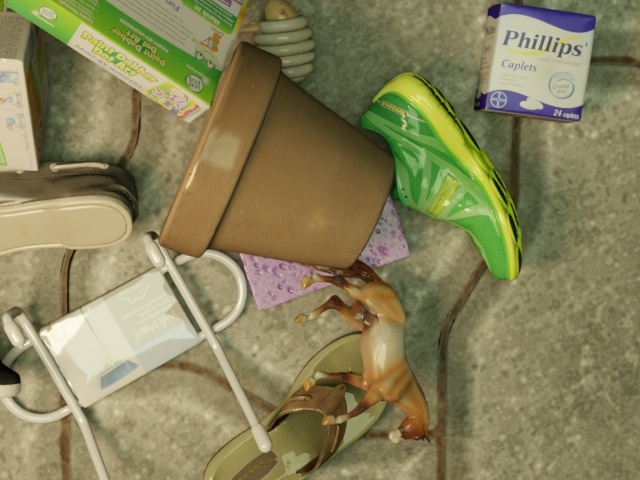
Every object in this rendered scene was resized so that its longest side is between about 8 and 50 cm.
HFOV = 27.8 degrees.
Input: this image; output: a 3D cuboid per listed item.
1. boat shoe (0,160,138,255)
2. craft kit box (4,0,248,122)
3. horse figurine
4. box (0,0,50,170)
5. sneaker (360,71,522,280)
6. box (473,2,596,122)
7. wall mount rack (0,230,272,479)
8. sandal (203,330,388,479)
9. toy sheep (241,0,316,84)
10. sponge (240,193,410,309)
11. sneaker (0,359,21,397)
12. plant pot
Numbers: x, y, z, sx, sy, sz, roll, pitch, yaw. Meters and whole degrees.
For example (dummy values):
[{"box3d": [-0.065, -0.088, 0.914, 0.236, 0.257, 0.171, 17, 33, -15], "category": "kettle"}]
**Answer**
[{"box3d": [-0.393, -0.044, 1.614, 0.335, 0.095, 0.112, 0, 130, 0], "category": "boat shoe"}, {"box3d": [-0.202, -0.299, 1.479, 0.250, 0.061, 0.247, 33, 52, -23], "category": "craft kit box"}, {"box3d": [0.054, 0.127, 1.604, 0.174, 0.066, 0.263, -1, 73, -32], "category": "horse figurine"}, {"box3d": [-0.385, -0.187, 1.526, 0.103, 0.203, 0.114, 4, 56, -4], "category": "box"}, {"box3d": [0.158, -0.071, 1.643, 0.123, 0.109, 0.295, -33, 95, 18], "category": "sneaker"}, {"box3d": [0.272, -0.225, 1.642, 0.126, 0.072, 0.137, 7, 93, -5], "category": "box"}, {"box3d": [-0.227, 0.170, 1.610, 0.350, 0.130, 0.304, -29, 96, 0], "category": "wall mount rack"}, {"box3d": [-0.017, 0.244, 1.646, 0.303, 0.086, 0.120, -44, 97, -8], "category": "sandal"}, {"box3d": [-0.048, -0.238, 1.616, 0.091, 0.091, 0.132, -10, 109, -3], "category": "toy sheep"}, {"box3d": [0.000, 0.000, 1.662, 0.210, 0.031, 0.117, -20, 94, -1], "category": "sponge"}, {"box3d": [-0.453, 0.111, 1.581, 0.217, 0.079, 0.121, 15, 96, 23], "category": "sneaker"}, {"box3d": [-0.043, -0.072, 1.541, 0.229, 0.263, 0.263, 24, 92, -7], "category": "plant pot"}]
